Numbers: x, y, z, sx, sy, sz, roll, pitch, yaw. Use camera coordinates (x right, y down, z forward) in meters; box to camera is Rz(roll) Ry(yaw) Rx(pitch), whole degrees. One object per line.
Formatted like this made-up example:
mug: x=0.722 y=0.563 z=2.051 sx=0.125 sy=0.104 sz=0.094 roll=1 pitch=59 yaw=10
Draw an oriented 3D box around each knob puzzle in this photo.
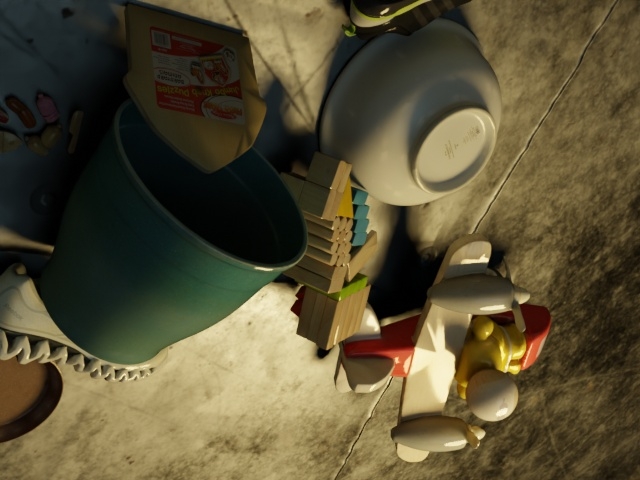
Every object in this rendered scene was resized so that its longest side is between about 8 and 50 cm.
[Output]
knob puzzle: x=-0.148 y=-0.166 z=1.072 sx=0.213 sy=0.213 sz=0.030 roll=7 pitch=157 yaw=-40

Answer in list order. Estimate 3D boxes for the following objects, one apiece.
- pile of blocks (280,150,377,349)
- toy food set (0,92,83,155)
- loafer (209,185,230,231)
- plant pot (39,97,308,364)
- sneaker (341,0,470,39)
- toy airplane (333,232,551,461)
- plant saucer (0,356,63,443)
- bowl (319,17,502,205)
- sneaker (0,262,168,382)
pile of blocks: x=0.000 y=0.000 z=1.364 sx=0.149 sy=0.113 sz=0.362 roll=-45 pitch=146 yaw=-38
toy food set: x=-0.341 y=-0.136 z=1.053 sx=0.122 sy=0.019 sz=0.078 roll=5 pitch=120 yaw=-30
loafer: x=-0.136 y=0.013 z=1.282 sx=0.078 sy=0.076 sz=0.223 roll=3 pitch=118 yaw=-29
plant pot: x=-0.199 y=0.009 z=1.111 sx=0.272 sy=0.271 sz=0.255 roll=18 pitch=126 yaw=-44
sneaker: x=0.129 y=-0.327 z=1.218 sx=0.235 sy=0.084 sz=0.097 roll=-19 pitch=157 yaw=-22
toy airplane: x=0.215 y=0.202 z=1.555 sx=0.384 sy=0.272 sz=0.386 roll=-44 pitch=138 yaw=3
plant saucer: x=-0.440 y=0.211 z=1.257 sx=0.168 sy=0.029 sz=0.168 roll=-19 pitch=133 yaw=-22
bowl: x=0.157 y=-0.158 z=1.319 sx=0.298 sy=0.134 sz=0.298 roll=-20 pitch=134 yaw=-22
sneaker: x=-0.313 y=0.111 z=1.220 sx=0.292 sy=0.110 sz=0.118 roll=20 pitch=101 yaw=-45
